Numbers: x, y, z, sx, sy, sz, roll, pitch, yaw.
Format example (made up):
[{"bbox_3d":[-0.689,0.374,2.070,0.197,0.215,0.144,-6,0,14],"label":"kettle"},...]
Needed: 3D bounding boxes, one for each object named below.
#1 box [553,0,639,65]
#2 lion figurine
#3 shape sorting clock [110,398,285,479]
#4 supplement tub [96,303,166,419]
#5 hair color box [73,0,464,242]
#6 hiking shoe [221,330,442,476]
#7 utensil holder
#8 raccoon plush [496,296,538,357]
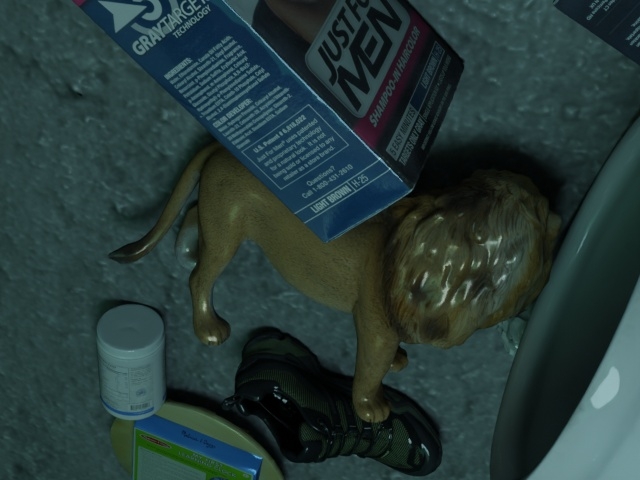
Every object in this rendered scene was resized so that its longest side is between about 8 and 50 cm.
[{"bbox_3d":[0.257,-0.184,1.006,0.158,0.156,0.093,33,134,-8],"label":"box"},{"bbox_3d":[0.000,0.000,1.288,0.392,0.142,0.240,20,127,10],"label":"lion figurine"},{"bbox_3d":[-0.132,0.243,1.618,0.206,0.040,0.206,17,142,14],"label":"shape sorting clock"},{"bbox_3d":[-0.192,0.125,1.519,0.071,0.071,0.107,14,132,11],"label":"supplement tub"},{"bbox_3d":[-0.056,-0.183,1.122,0.347,0.174,0.105,43,131,-18],"label":"hair color box"},{"bbox_3d":[0.010,0.188,1.461,0.227,0.114,0.086,28,134,-3],"label":"hiking shoe"},{"bbox_3d":[0.368,0.113,1.111,0.385,0.327,0.327,22,134,-1],"label":"utensil holder"},{"bbox_3d":[0.267,0.297,1.324,0.446,0.299,0.216,38,133,-12],"label":"raccoon plush"}]
